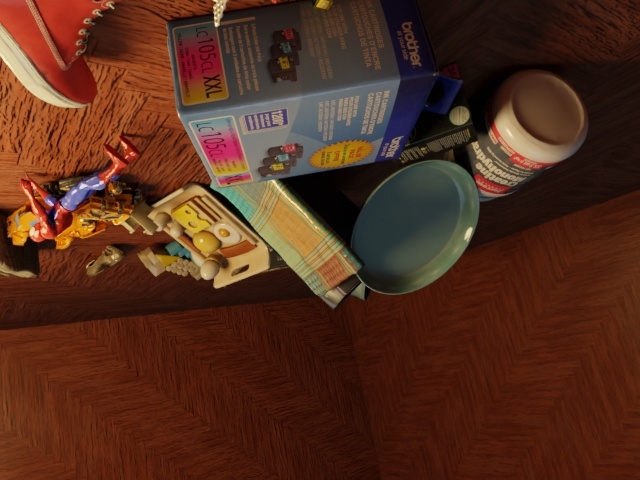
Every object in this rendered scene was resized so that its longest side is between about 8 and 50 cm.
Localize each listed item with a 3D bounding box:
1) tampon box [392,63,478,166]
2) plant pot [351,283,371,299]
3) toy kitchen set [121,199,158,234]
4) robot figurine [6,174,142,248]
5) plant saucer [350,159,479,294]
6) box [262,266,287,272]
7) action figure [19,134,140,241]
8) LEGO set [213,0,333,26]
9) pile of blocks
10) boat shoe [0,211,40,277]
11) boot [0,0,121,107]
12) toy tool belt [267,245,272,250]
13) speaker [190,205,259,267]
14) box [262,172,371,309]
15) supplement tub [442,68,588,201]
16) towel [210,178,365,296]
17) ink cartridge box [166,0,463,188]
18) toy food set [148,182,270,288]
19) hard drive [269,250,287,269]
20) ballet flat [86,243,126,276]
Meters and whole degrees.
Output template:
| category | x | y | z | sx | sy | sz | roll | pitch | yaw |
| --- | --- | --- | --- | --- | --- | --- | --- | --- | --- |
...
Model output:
| category | x | y | z | sx | sy | sz | roll | pitch | yaw |
| --- | --- | --- | --- | --- | --- | --- | --- | --- | --- |
| tampon box | 0.195 | -0.228 | 0.899 | 0.161 | 0.120 | 0.101 | -17 | 166 | 20 |
| plant pot | 0.100 | 0.045 | 1.695 | 0.196 | 0.293 | 0.293 | 13 | 171 | 13 |
| toy kitchen set | -0.431 | -0.035 | 1.139 | 0.075 | 0.083 | 0.068 | -28 | 115 | 38 |
| robot figurine | -0.535 | -0.060 | 1.060 | 0.291 | 0.085 | 0.211 | -18 | 166 | 27 |
| plant saucer | 0.198 | -0.027 | 1.030 | 0.317 | 0.317 | 0.044 | -5 | -150 | -24 |
| box | -0.165 | 0.086 | 1.947 | 0.164 | 0.021 | 0.201 | -13 | -170 | 19 |
| action figure | -0.473 | -0.106 | 0.878 | 0.280 | 0.139 | 0.091 | -40 | -164 | 20 |
| LEGO set | -0.042 | -0.313 | 0.496 | 0.182 | 0.060 | 0.244 | -8 | 167 | 1 |
| pile of blocks | -0.434 | 0.048 | 1.611 | 0.362 | 0.149 | 0.112 | 14 | -165 | -43 |
| boat shoe | -0.775 | 0.028 | 1.126 | 0.130 | 0.132 | 0.355 | -8 | 165 | -15 |
| boot | -0.265 | -0.243 | 0.542 | 0.176 | 0.088 | 0.244 | -12 | 163 | -3 |
| toy tool belt | -0.201 | 0.023 | 1.752 | 0.052 | 0.051 | 0.083 | 1 | 162 | -42 |
| speaker | -0.284 | -0.003 | 1.421 | 0.131 | 0.131 | 0.296 | -2 | 164 | -34 |
| box | 0.000 | 0.000 | 1.224 | 0.183 | 0.296 | 0.294 | -44 | 172 | -14 |
| supplement tub | 0.390 | -0.205 | 1.008 | 0.191 | 0.191 | 0.272 | -8 | 166 | -14 |
| towel | -0.088 | -0.044 | 0.984 | 0.040 | 0.370 | 0.271 | -43 | 178 | -22 |
| ink cartridge box | 0.003 | -0.219 | 0.732 | 0.395 | 0.151 | 0.270 | -12 | 167 | -4 |
| toy food set | -0.304 | 0.001 | 1.231 | 0.220 | 0.092 | 0.306 | -21 | 128 | 35 |
| hard drive | -0.163 | 0.056 | 1.825 | 0.135 | 0.094 | 0.022 | -11 | 161 | 0 |
| ballet flat | -0.684 | 0.061 | 1.517 | 0.250 | 0.058 | 0.084 | -18 | -159 | 48 |
